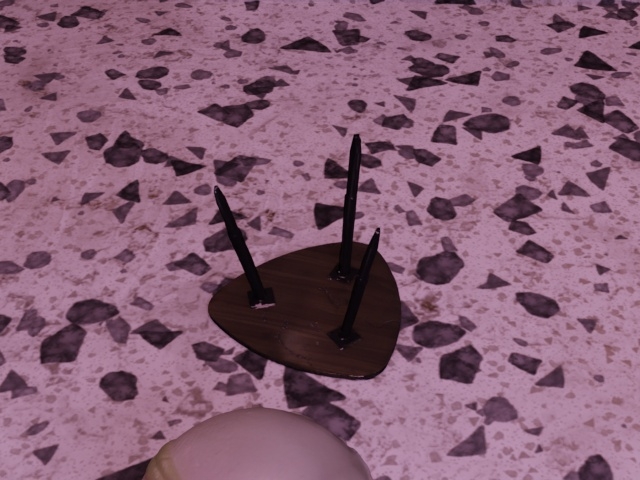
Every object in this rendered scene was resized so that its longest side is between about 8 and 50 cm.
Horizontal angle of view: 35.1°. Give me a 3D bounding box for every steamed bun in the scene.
[{"bbox_3d":[-0.088,0.348,1.079,0.309,0.309,0.309,0,39,0],"label":"steamed bun"}]

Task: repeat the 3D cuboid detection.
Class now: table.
[{"bbox_3d":[0.000,0.000,1.549,0.317,0.249,0.317,0,39,0],"label":"table"}]
